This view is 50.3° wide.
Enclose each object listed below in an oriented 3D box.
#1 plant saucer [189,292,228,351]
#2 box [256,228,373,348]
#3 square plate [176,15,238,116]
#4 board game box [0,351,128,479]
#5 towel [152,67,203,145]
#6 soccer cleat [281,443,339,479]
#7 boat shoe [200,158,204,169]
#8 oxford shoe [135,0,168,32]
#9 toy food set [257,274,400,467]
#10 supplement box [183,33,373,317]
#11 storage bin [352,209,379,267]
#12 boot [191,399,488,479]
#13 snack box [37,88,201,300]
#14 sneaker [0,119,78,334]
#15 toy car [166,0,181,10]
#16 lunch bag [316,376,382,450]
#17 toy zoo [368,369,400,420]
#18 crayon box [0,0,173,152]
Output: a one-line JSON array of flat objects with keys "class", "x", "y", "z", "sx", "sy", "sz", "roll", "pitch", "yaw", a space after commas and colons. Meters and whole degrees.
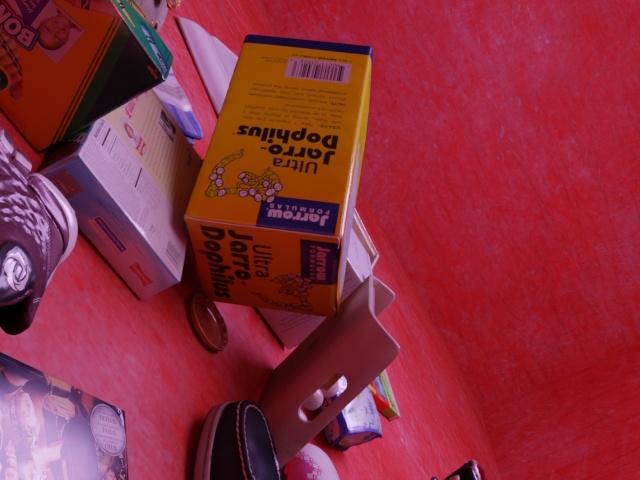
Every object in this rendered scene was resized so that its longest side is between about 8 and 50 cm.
[{"class": "plant saucer", "x": -0.150, "y": 0.110, "z": 0.909, "sx": 0.083, "sy": 0.013, "sz": 0.083, "roll": 59, "pitch": 12, "yaw": -21}, {"class": "box", "x": -0.011, "y": 0.063, "z": 1.192, "sx": 0.119, "sy": 0.182, "sz": 0.181, "roll": 57, "pitch": 13, "yaw": -26}, {"class": "square plate", "x": -0.185, "y": -0.329, "z": 1.603, "sx": 0.347, "sy": 0.049, "sz": 0.344, "roll": 66, "pitch": 13, "yaw": 10}, {"class": "board game box", "x": -0.218, "y": 0.157, "z": 0.450, "sx": 0.243, "sy": 0.042, "sz": 0.165, "roll": 49, "pitch": 19, "yaw": -50}, {"class": "towel", "x": -0.293, "y": -0.300, "z": 1.118, "sx": 0.285, "sy": 0.034, "sz": 0.209, "roll": 66, "pitch": 13, "yaw": 9}, {"class": "soccer cleat", "x": 0.038, "y": 0.381, "z": 0.828, "sx": 0.116, "sy": 0.143, "sz": 0.331, "roll": 55, "pitch": 14, "yaw": -35}, {"class": "boat shoe", "x": -0.160, "y": -0.108, "z": 1.124, "sx": 0.095, "sy": 0.095, "sz": 0.257, "roll": 61, "pitch": 12, "yaw": -12}, {"class": "oxford shoe", "x": -0.274, "y": -0.335, "z": 0.956, "sx": 0.146, "sy": 0.140, "sz": 0.397, "roll": 55, "pitch": 24, "yaw": -38}, {"class": "toy food set", "x": 0.023, "y": 0.173, "z": 0.941, "sx": 0.092, "sy": 0.220, "sz": 0.306, "roll": 44, "pitch": 8, "yaw": -3}, {"class": "supplement box", "x": -0.043, "y": -0.100, "z": 0.971, "sx": 0.194, "sy": 0.195, "sz": 0.356, "roll": 91, "pitch": 8, "yaw": -53}, {"class": "storage bin", "x": 0.004, "y": -0.021, "z": 1.519, "sx": 0.260, "sy": 0.123, "sz": 0.262, "roll": 63, "pitch": 18, "yaw": -8}, {"class": "boot", "x": 0.030, "y": 0.283, "z": 0.652, "sx": 0.138, "sy": 0.284, "sz": 0.377, "roll": 54, "pitch": 15, "yaw": -41}, {"class": "snack box", "x": -0.235, "y": -0.095, "z": 0.863, "sx": 0.187, "sy": 0.060, "sz": 0.322, "roll": 58, "pitch": 13, "yaw": -31}, {"class": "sneaker", "x": -0.277, "y": -0.037, "z": 0.466, "sx": 0.281, "sy": 0.106, "sz": 0.162, "roll": 55, "pitch": 18, "yaw": -39}, {"class": "toy car", "x": -0.210, "y": -0.390, "z": 0.957, "sx": 0.060, "sy": 0.040, "sz": 0.122, "roll": -94, "pitch": 177, "yaw": -46}, {"class": "lunch bag", "x": 0.040, "y": 0.281, "z": 1.164, "sx": 0.151, "sy": 0.096, "sz": 0.129, "roll": 61, "pitch": 8, "yaw": -65}, {"class": "toy zoo", "x": 0.095, "y": 0.278, "z": 1.565, "sx": 0.293, "sy": 0.030, "sz": 0.192, "roll": 50, "pitch": 18, "yaw": -48}, {"class": "crayon box", "x": -0.295, "y": -0.247, "z": 0.673, "sx": 0.278, "sy": 0.165, "sz": 0.081, "roll": 57, "pitch": 14, "yaw": -29}]
